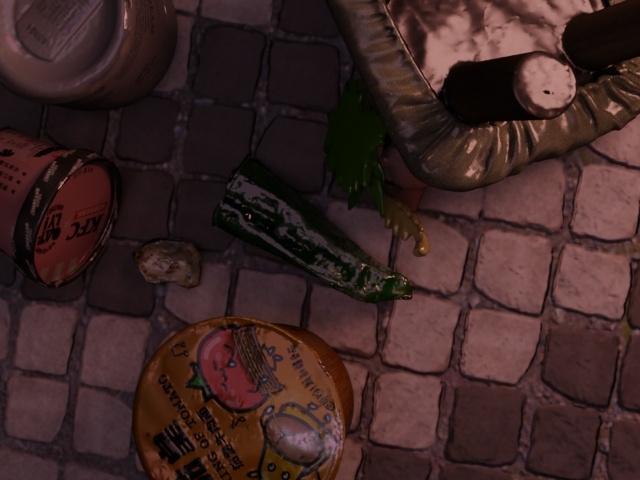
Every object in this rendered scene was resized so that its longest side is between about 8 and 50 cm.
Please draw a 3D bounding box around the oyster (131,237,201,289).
[{"bbox_3d":[-0.167,0.022,1.484,0.083,0.019,0.054,9,96,10],"label":"oyster"}]

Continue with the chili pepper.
[{"bbox_3d":[0.000,0.000,1.427,0.227,0.059,0.088,30,94,8],"label":"chili pepper"}]

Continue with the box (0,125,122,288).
[{"bbox_3d":[-0.308,-0.045,1.452,0.135,0.151,0.151,27,98,19],"label":"box"}]

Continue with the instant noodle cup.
[{"bbox_3d":[-0.063,0.174,1.389,0.216,0.172,0.215,1,93,14],"label":"instant noodle cup"}]

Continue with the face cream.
[{"bbox_3d":[-0.254,-0.225,1.424,0.177,0.153,0.177,1,93,12],"label":"face cream"}]

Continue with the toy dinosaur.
[{"bbox_3d":[0.101,-0.098,1.383,0.177,0.152,0.194,11,108,-26],"label":"toy dinosaur"}]

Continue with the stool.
[{"bbox_3d":[0.187,-0.239,1.230,0.310,0.226,0.310,-25,85,-18],"label":"stool"}]
